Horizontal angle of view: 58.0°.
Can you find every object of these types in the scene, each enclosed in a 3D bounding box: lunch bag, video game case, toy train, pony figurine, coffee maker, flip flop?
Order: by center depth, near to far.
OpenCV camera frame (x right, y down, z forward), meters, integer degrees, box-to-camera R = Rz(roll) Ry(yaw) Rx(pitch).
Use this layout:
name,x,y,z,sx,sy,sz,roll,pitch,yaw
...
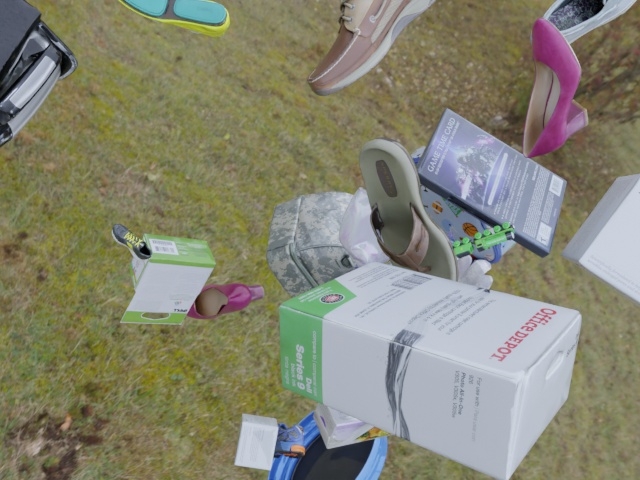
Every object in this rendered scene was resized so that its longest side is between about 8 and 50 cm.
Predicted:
name,x,y,z,sx,sy,sz,roll,pitch,yaw
coffee maker,-0.300,-0.114,0.424,0.171,0.120,0.178,32,58,-29
toy train,0.211,0.001,0.746,0.017,0.083,0.023,44,32,-45
flip flop,0.123,-0.020,0.873,0.080,0.112,0.276,-46,121,-45
video game case,0.316,-0.111,1.056,0.274,0.026,0.196,30,54,-1
pony figurine,0.158,0.079,1.155,0.303,0.351,0.364,46,29,19
lunch bag,0.304,-0.074,1.337,0.115,0.243,0.303,-38,111,-30
lunch bag,0.000,0.000,1.725,0.212,0.256,0.305,56,25,-32

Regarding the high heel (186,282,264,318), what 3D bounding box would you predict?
name,x,y,z,sx,sy,sz,roll,pitch,yaw
high heel,-0.389,0.212,2.012,0.181,0.378,0.127,-5,77,-58

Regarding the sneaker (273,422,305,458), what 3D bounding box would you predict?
name,x,y,z,sx,sy,sz,roll,pitch,yaw
sneaker,-0.122,0.558,1.618,0.083,0.221,0.087,42,49,-37

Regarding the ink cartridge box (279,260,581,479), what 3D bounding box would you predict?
name,x,y,z,sx,sy,sz,roll,pitch,yaw
ink cartridge box,0.126,0.131,0.684,0.211,0.289,0.121,-19,115,-49

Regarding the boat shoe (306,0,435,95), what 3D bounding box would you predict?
name,x,y,z,sx,sy,sz,roll,pitch,yaw
boat shoe,0.082,-0.394,1.019,0.324,0.123,0.116,-49,117,-6

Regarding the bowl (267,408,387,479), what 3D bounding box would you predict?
name,x,y,z,sx,sy,sz,roll,pitch,yaw
bowl,0.021,0.633,1.658,0.077,0.391,0.391,51,46,-20

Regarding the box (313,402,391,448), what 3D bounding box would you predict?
name,x,y,z,sx,sy,sz,roll,pitch,yaw
box,0.149,0.266,0.938,0.324,0.063,0.067,-3,40,-25

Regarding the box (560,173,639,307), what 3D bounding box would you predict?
name,x,y,z,sx,sy,sz,roll,pitch,yaw
box,0.558,0.008,1.001,0.181,0.181,0.119,35,7,5

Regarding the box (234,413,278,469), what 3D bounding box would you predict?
name,x,y,z,sx,sy,sz,roll,pitch,yaw
box,-0.152,0.475,1.368,0.087,0.102,0.101,11,84,-6

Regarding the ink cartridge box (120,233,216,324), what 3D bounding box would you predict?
name,x,y,z,sx,sy,sz,roll,pitch,yaw
ink cartridge box,-0.432,0.114,1.589,0.189,0.255,0.097,8,38,-38

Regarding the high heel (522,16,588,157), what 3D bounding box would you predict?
name,x,y,z,sx,sy,sz,roll,pitch,yaw
high heel,0.362,-0.243,0.955,0.244,0.117,0.082,48,11,-46

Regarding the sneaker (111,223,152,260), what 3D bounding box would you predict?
name,x,y,z,sx,sy,sz,roll,pitch,yaw
sneaker,-0.315,0.001,0.976,0.083,0.035,0.031,51,49,-33

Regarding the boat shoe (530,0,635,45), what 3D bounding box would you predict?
name,x,y,z,sx,sy,sz,roll,pitch,yaw
boat shoe,0.452,-0.393,0.945,0.228,0.081,0.079,-37,83,2

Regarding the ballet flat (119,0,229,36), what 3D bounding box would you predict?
name,x,y,z,sx,sy,sz,roll,pitch,yaw
ballet flat,-0.291,-0.448,1.126,0.231,0.077,0.077,15,80,-7
